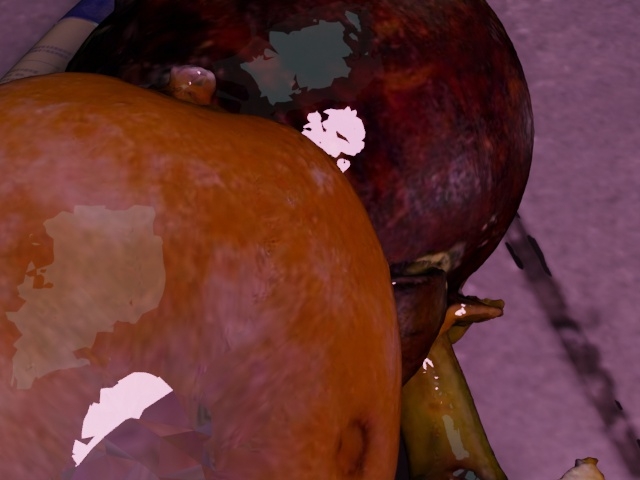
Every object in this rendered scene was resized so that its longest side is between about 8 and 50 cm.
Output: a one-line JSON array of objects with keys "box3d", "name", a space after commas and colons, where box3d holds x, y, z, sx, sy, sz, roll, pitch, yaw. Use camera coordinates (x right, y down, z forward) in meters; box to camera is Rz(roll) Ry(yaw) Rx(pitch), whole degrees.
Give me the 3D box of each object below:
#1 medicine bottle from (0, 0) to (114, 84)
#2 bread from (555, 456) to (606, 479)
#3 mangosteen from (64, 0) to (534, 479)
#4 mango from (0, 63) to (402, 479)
[{"box3d": [-0.152, -0.071, 0.770, 0.059, 0.059, 0.231, 20, 48, 16], "name": "medicine bottle"}, {"box3d": [0.083, 0.168, 0.518, 0.156, 0.103, 0.110, -36, 52, -24], "name": "bread"}, {"box3d": [0.000, 0.000, 0.636, 0.231, 0.231, 0.289, -24, 92, -24], "name": "mangosteen"}, {"box3d": [-0.108, 0.123, 0.451, 0.221, 0.199, 0.384, 23, 83, -15], "name": "mango"}]
